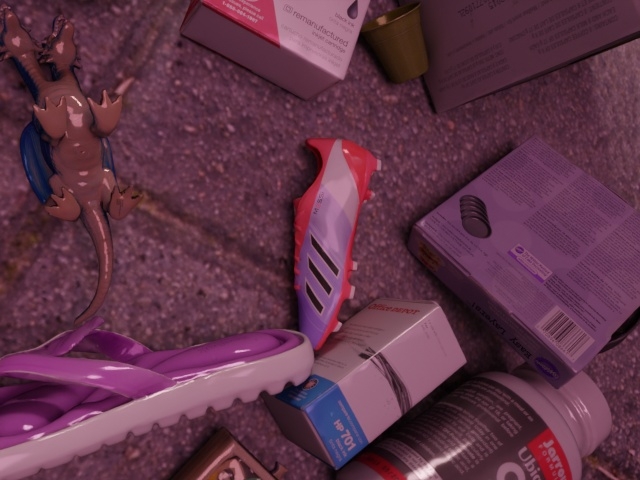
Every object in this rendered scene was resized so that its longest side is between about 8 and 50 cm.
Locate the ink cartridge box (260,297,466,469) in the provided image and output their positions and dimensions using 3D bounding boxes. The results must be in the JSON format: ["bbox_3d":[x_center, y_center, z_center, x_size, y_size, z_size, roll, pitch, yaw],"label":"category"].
[{"bbox_3d":[0.043,0.148,0.684,0.190,0.139,0.082,-31,100,-23],"label":"ink cartridge box"}]

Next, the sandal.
[{"bbox_3d":[-0.197,0.117,0.565,0.416,0.169,0.102,-8,94,-38],"label":"sandal"}]

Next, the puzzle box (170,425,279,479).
[{"bbox_3d":[-0.149,0.435,0.617,0.409,0.052,0.272,-46,107,-16],"label":"puzzle box"}]

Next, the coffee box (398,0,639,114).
[{"bbox_3d":[0.301,-0.391,0.718,0.334,0.337,0.338,-24,98,-25],"label":"coffee box"}]

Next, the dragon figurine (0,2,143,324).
[{"bbox_3d":[-0.237,-0.077,0.589,0.085,0.144,0.289,-17,114,-27],"label":"dragon figurine"}]

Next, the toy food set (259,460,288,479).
[{"bbox_3d":[-0.092,0.297,0.681,0.078,0.019,0.122,34,74,-20],"label":"toy food set"}]

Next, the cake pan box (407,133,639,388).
[{"bbox_3d":[0.287,0.015,0.771,0.245,0.070,0.267,-38,67,-21],"label":"cake pan box"}]

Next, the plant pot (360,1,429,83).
[{"bbox_3d":[0.101,-0.243,0.767,0.083,0.083,0.079,-38,115,-22],"label":"plant pot"}]

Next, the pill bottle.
[{"bbox_3d":[0.191,0.267,0.730,0.318,0.176,0.176,-27,99,-24],"label":"pill bottle"}]

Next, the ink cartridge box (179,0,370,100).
[{"bbox_3d":[-0.029,-0.309,0.688,0.171,0.100,0.237,23,78,-23],"label":"ink cartridge box"}]

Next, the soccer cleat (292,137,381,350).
[{"bbox_3d":[0.000,0.000,0.711,0.095,0.083,0.248,16,81,-7],"label":"soccer cleat"}]
